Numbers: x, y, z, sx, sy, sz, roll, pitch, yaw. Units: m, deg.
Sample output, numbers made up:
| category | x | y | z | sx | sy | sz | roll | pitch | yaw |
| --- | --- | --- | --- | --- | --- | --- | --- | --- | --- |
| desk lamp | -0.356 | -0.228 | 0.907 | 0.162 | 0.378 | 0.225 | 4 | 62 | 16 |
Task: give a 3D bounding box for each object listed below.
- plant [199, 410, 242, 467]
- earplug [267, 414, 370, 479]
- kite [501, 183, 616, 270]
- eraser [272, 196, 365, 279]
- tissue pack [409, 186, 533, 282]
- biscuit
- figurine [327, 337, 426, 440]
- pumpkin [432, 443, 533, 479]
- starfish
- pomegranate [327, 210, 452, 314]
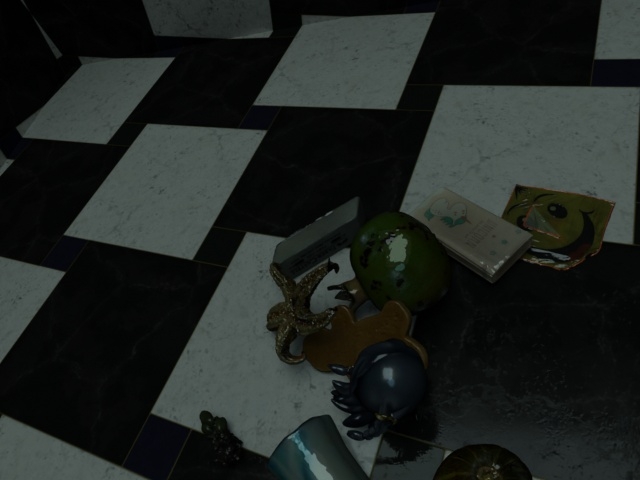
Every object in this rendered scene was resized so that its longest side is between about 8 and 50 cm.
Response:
| category | x | y | z | sx | sy | sz | roll | pitch | yaw |
| --- | --- | --- | --- | --- | --- | --- | --- | --- | --- |
| plant | -0.256 | 0.504 | 1.271 | 0.087 | 0.085 | 0.174 | -21 | 40 | -30 |
| earplug | 0.047 | 0.562 | 1.064 | 0.185 | 0.185 | 0.324 | -38 | 56 | -11 |
| kite | 0.653 | -0.057 | 1.426 | 0.378 | 0.013 | 0.327 | -25 | 49 | 1 |
| eraser | 0.000 | 0.001 | 1.538 | 0.353 | 0.111 | 0.077 | -32 | 50 | -6 |
| tissue pack | 0.421 | -0.025 | 1.437 | 0.170 | 0.071 | 0.325 | -41 | 51 | -14 |
| biscuit | 0.100 | 0.262 | 1.274 | 0.340 | 0.047 | 0.215 | -22 | 85 | 32 |
| figurine | 0.132 | 0.346 | 1.141 | 0.175 | 0.265 | 0.197 | -6 | 38 | -32 |
| pumpkin | 0.330 | 0.528 | 1.000 | 0.219 | 0.162 | 0.219 | 3 | 34 | -2 |
| starfish | -0.060 | 0.169 | 1.329 | 0.303 | 0.113 | 0.312 | -58 | 37 | 19 |
| pomegranate | 0.176 | 0.073 | 1.312 | 0.324 | 0.290 | 0.290 | -16 | 50 | -5 |
